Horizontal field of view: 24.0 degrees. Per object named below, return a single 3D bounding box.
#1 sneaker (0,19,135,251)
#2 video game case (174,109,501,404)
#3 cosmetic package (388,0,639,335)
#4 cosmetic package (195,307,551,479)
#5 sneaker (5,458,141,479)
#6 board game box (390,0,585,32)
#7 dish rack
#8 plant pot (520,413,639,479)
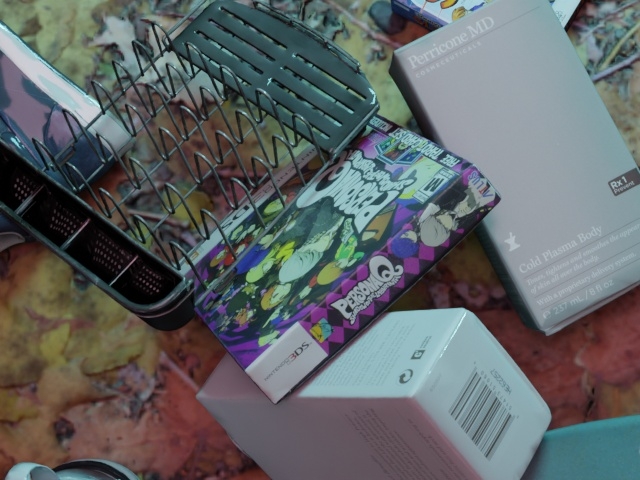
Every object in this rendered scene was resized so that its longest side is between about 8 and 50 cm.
[{"bbox_3d":[-0.286,-0.093,1.209,0.226,0.086,0.163,40,81,11],"label":"sneaker"},{"bbox_3d":[0.000,0.000,1.102,0.210,0.232,0.042,-42,115,-4],"label":"video game case"},{"bbox_3d":[0.159,-0.063,1.135,0.127,0.107,0.238,-30,91,0],"label":"cosmetic package"},{"bbox_3d":[0.033,0.116,1.049,0.117,0.231,0.085,51,57,-26],"label":"cosmetic package"},{"bbox_3d":[-0.165,0.325,1.039,0.137,0.210,0.366,-11,75,3],"label":"sneaker"},{"bbox_3d":[0.166,-0.244,1.227,0.136,0.035,0.201,30,82,11],"label":"board game box"},{"bbox_3d":[-0.098,-0.075,1.117,0.208,0.074,0.271,35,72,25],"label":"dish rack"},{"bbox_3d":[0.196,0.213,1.065,0.234,0.165,0.165,-7,77,13],"label":"plant pot"}]
